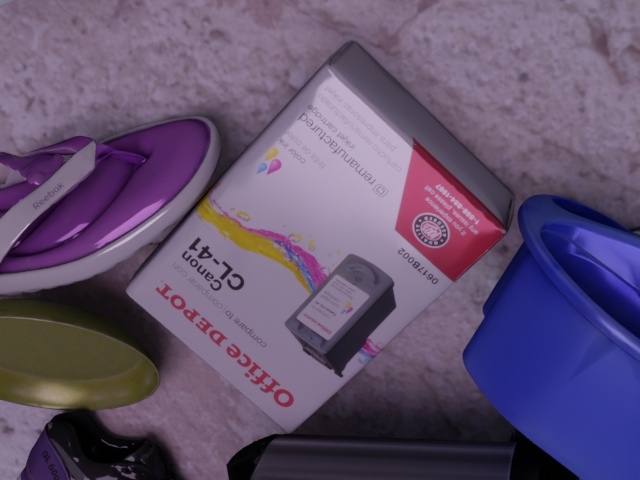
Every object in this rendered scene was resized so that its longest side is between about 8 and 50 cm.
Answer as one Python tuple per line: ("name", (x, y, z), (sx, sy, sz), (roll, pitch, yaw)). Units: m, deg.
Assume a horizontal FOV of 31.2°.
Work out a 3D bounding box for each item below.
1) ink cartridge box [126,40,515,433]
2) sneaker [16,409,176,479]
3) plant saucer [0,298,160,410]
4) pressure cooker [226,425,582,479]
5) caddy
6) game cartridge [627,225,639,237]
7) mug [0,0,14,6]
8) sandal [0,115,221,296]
("ink cartridge box", (0.000, 0.000, 1.096), (0.226, 0.131, 0.306), (42, 111, -5))
("sneaker", (-0.193, 0.291, 1.254), (0.283, 0.107, 0.124), (29, 110, 1))
("plant saucer", (-0.285, 0.116, 1.185), (0.241, 0.037, 0.241), (2, 151, 1))
("pressure cooker", (0.116, 0.373, 1.074), (0.420, 0.375, 0.370), (-1, 109, 13))
("caddy", (0.290, 0.098, 0.989), (0.341, 0.241, 0.179), (37, 114, 2))
("game cartridge", (0.302, 0.016, 1.101), (0.083, 0.017, 0.056), (-14, 103, 16))
("mug", (-0.279, -0.381, 0.963), (0.374, 0.276, 0.328), (-26, 111, -12))
("sandal", (-0.292, -0.032, 1.114), (0.416, 0.169, 0.102), (-19, 137, 19))
